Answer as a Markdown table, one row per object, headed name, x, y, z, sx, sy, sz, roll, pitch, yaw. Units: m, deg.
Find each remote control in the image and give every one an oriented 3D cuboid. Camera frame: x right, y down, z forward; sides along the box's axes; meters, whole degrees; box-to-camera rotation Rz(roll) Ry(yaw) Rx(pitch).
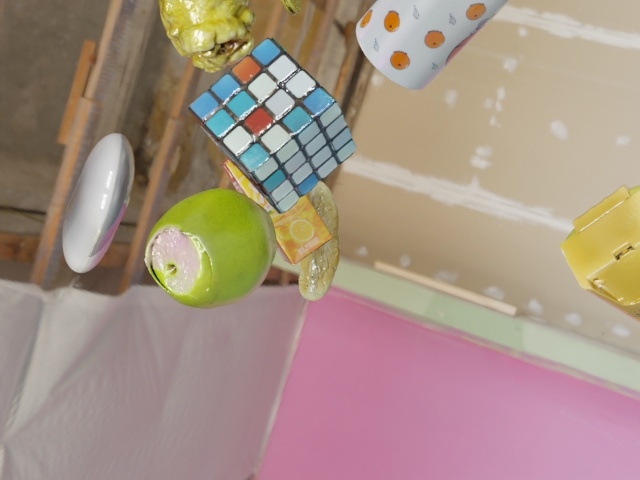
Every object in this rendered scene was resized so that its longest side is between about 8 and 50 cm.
| name | x | y | z | sx | sy | sz | roll | pitch | yaw |
| --- | --- | --- | --- | --- | --- | --- | --- | --- | --- |
| remote control | -0.448 | -0.073 | 1.668 | 0.332 | 0.103 | 0.221 | -52 | 35 | 46 |

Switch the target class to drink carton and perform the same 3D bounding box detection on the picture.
| name | x | y | z | sx | sy | sz | roll | pitch | yaw |
| --- | --- | --- | --- | --- | --- | --- | --- | --- | --- |
| drink carton | -0.081 | -0.073 | 1.515 | 0.096 | 0.223 | 0.071 | -35 | 12 | -11 |

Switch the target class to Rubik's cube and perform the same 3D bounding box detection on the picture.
| name | x | y | z | sx | sy | sz | roll | pitch | yaw |
| --- | --- | --- | --- | --- | --- | --- | --- | --- | --- |
| Rubik's cube | -0.063 | -0.158 | 1.168 | 0.154 | 0.151 | 0.155 | -42 | -24 | -3 |

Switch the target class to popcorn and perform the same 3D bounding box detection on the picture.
| name | x | y | z | sx | sy | sz | roll | pitch | yaw |
| --- | --- | --- | --- | --- | --- | --- | --- | --- | --- |
| popcorn | -0.231 | -0.432 | 1.629 | 0.226 | 0.200 | 0.203 | -44 | 37 | 47 |

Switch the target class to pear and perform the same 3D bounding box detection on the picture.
| name | x | y | z | sx | sy | sz | roll | pitch | yaw |
| --- | --- | --- | --- | --- | --- | --- | --- | --- | --- |
| pear | -0.156 | 0.013 | 1.265 | 0.219 | 0.187 | 0.188 | -23 | -51 | -64 |

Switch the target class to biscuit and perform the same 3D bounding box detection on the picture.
| name | x | y | z | sx | sy | sz | roll | pitch | yaw |
| --- | --- | --- | --- | --- | --- | --- | --- | --- | --- |
| biscuit | -0.068 | -0.524 | 1.777 | 0.084 | 0.023 | 0.084 | 53 | -155 | -39 |

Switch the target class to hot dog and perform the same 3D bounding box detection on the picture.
| name | x | y | z | sx | sy | sz | roll | pitch | yaw |
| --- | --- | --- | --- | --- | --- | --- | --- | --- | --- |
| hot dog | 0.000 | 0.000 | 1.676 | 0.084 | 0.073 | 0.243 | 174 | 96 | -72 |

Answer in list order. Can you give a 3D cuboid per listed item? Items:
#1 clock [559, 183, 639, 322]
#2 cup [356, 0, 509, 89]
| name | x | y | z | sx | sy | sz | roll | pitch | yaw |
| --- | --- | --- | --- | --- | --- | --- | --- | --- | --- |
| clock | 0.663 | 0.045 | 1.677 | 0.317 | 0.244 | 0.200 | 34 | -146 | -31 |
| cup | 0.250 | -0.501 | 1.756 | 0.317 | 0.212 | 0.212 | -44 | 2 | 40 |
